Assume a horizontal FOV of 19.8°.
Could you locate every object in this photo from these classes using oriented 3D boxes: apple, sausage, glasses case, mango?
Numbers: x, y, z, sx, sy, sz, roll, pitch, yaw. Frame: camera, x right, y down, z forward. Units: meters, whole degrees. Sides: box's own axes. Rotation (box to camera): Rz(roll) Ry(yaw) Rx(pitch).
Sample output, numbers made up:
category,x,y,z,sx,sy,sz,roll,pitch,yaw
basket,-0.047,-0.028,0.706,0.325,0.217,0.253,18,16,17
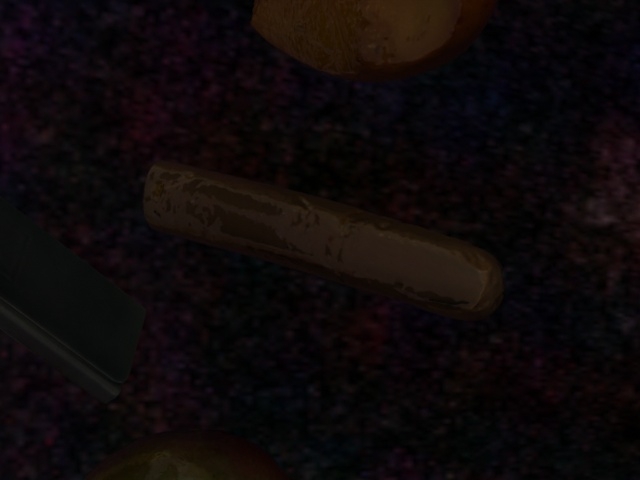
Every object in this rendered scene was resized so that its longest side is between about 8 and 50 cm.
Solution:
category,x,y,z,sx,sy,sz,roll,pitch,yaw
apple,-0.120,0.241,1.507,0.174,0.207,0.188,61,170,-12
sausage,-0.001,-0.001,1.392,0.301,0.066,0.066,14,96,25
glasses case,-0.236,0.003,1.293,0.056,0.266,0.105,-45,26,11
mango,0.033,-0.234,1.581,0.201,0.199,0.350,-47,19,1
